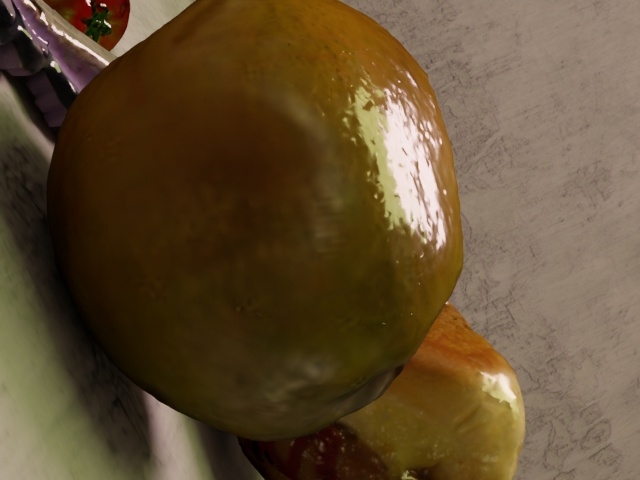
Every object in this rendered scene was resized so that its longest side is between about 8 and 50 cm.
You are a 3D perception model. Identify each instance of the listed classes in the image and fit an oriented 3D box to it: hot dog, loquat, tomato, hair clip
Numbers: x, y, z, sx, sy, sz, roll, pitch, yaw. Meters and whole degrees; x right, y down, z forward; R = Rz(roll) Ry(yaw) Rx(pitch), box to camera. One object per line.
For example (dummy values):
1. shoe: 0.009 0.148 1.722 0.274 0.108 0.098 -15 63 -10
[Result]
1. hot dog: 0.006 0.111 0.971 0.405 0.223 0.185 -130 -128 -60
2. loquat: -0.034 -0.019 0.701 0.283 0.276 0.276 57 1 9
3. tomato: -0.208 -0.198 0.902 0.075 0.087 0.087 35 -15 31
4. hair clip: -0.195 -0.144 0.777 0.292 0.085 0.106 51 20 -61
